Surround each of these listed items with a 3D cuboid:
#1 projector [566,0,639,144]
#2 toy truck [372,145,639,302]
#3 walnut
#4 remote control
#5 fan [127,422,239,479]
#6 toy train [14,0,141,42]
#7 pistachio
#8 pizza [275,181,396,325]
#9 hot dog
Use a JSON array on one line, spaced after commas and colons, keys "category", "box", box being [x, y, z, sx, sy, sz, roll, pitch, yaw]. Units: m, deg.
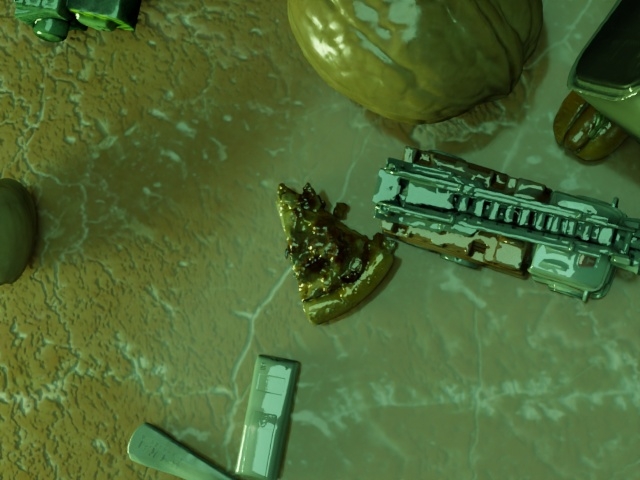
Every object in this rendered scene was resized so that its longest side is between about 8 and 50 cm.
[{"category": "projector", "box": [0.467, -0.194, 1.347, 0.249, 0.248, 0.249, 36, 95, -14]}, {"category": "toy truck", "box": [0.238, -0.019, 1.459, 0.338, 0.184, 0.133, 17, 91, 14]}, {"category": "walnut", "box": [0.118, -0.286, 1.469, 0.313, 0.277, 0.252, 40, 132, 6]}, {"category": "remote control", "box": [-0.072, 0.236, 1.590, 0.061, 0.029, 0.162, 9, 87, 12]}, {"category": "fan", "box": [-0.135, 0.328, 1.603, 0.282, 0.023, 0.057, 25, 90, 15]}, {"category": "toy train", "box": [-0.308, -0.430, 1.642, 0.178, 0.138, 0.330, 11, 89, 9]}, {"category": "pistachio", "box": [-0.449, -0.011, 1.662, 0.113, 0.113, 0.149, 1, 101, 13]}, {"category": "pizza", "box": [-0.001, 0.001, 1.570, 0.154, 0.069, 0.194, -39, 80, 8]}, {"category": "hot dog", "box": [0.392, -0.209, 1.499, 0.100, 0.068, 0.249, 41, 96, 11]}]
